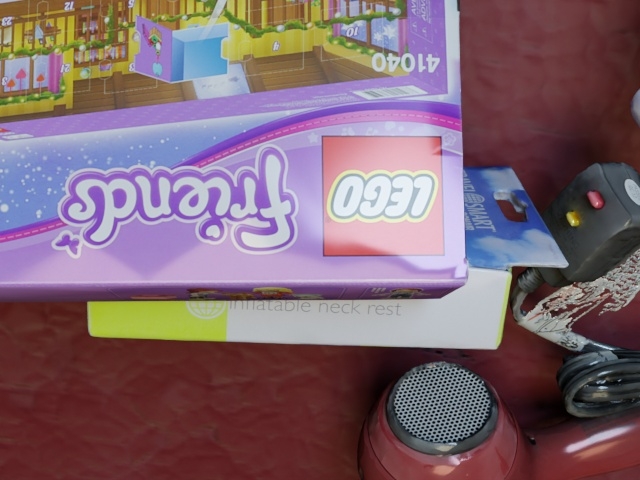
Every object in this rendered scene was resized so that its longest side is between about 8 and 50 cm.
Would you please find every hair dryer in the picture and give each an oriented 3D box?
[{"bbox_3d":[0.126,0.110,0.522,0.223,0.080,0.293,24,124,-26],"label":"hair dryer"}]

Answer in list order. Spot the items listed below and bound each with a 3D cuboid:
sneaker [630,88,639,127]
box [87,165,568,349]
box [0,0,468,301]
[{"bbox_3d":[0.260,-0.145,0.349,0.210,0.137,0.366,13,126,-12],"label":"sneaker"},{"bbox_3d":[0.000,0.000,0.442,0.178,0.109,0.042,3,115,-5],"label":"box"},{"bbox_3d":[-0.100,-0.080,0.363,0.293,0.057,0.201,0,82,-3],"label":"box"}]
